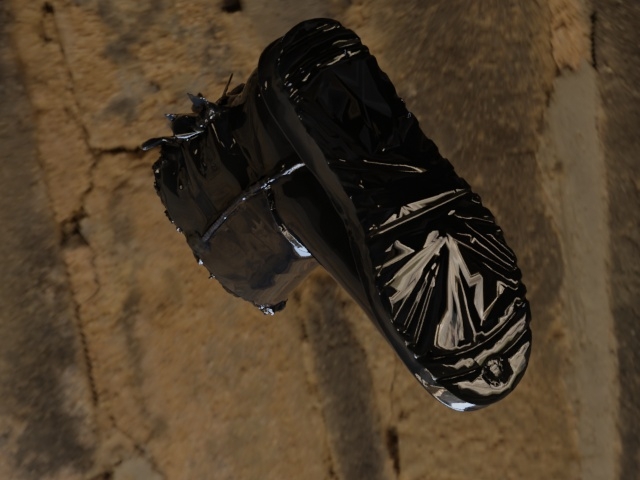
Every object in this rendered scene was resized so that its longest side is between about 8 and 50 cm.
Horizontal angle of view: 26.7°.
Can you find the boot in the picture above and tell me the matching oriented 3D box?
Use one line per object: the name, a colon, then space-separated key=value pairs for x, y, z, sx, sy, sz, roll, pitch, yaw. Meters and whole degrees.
boot: x=0.000 y=0.001 z=0.392 sx=0.045 sy=0.099 sz=0.121 roll=-31 pitch=-90 yaw=-32
